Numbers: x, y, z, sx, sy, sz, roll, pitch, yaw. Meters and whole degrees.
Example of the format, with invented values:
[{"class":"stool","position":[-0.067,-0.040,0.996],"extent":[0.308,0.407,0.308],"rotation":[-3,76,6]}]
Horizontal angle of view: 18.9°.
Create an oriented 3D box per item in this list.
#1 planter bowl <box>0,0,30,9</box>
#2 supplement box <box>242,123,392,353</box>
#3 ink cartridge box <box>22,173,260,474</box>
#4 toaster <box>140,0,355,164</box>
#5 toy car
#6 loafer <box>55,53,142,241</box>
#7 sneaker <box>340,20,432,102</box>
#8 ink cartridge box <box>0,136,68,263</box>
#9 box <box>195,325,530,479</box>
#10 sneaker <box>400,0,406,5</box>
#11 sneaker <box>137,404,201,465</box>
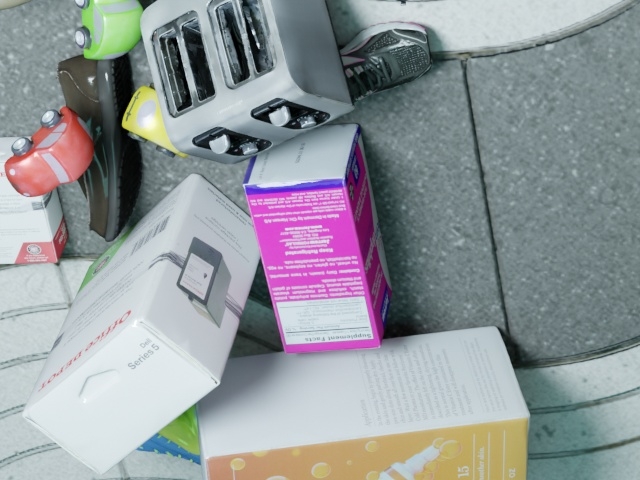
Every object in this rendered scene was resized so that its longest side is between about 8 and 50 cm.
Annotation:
[{"class":"planter bowl","position":[-0.306,-0.294,1.875],"extent":[0.109,0.162,0.162],"rotation":[12,131,-32]},{"class":"supplement box","position":[0.000,0.000,2.033],"extent":[0.114,0.111,0.220],"rotation":[-3,124,12]},{"class":"ink cartridge box","position":[-0.181,0.086,2.028],"extent":[0.115,0.273,0.198],"rotation":[40,122,-17]},{"class":"toaster","position":[-0.071,-0.184,1.880],"extent":[0.168,0.110,0.186],"rotation":[-22,76,32]},{"class":"toy car","position":[-0.207,-0.164,1.923],"extent":[0.053,0.239,0.225],"rotation":[24,121,45]},{"class":"loafer","position":[-0.239,-0.104,2.035],"extent":[0.078,0.080,0.220],"rotation":[6,116,12]},{"class":"sneaker","position":[0.030,-0.160,1.937],"extent":[0.178,0.077,0.072],"rotation":[-18,120,21]},{"class":"ink cartridge box","position":[-0.340,-0.044,2.101],"extent":[0.099,0.056,0.135],"rotation":[-1,125,11]},{"class":"box","position":[0.043,0.243,2.105],"extent":[0.345,0.168,0.215],"rotation":[-7,124,-5]},{"class":"sneaker","position":[0.077,-0.274,1.853],"extent":[0.038,0.069,0.098],"rotation":[-7,123,15]},{"class":"sneaker","position":[-0.156,0.216,2.245],"extent":[0.240,0.091,0.126],"rotation":[40,141,-17]}]
